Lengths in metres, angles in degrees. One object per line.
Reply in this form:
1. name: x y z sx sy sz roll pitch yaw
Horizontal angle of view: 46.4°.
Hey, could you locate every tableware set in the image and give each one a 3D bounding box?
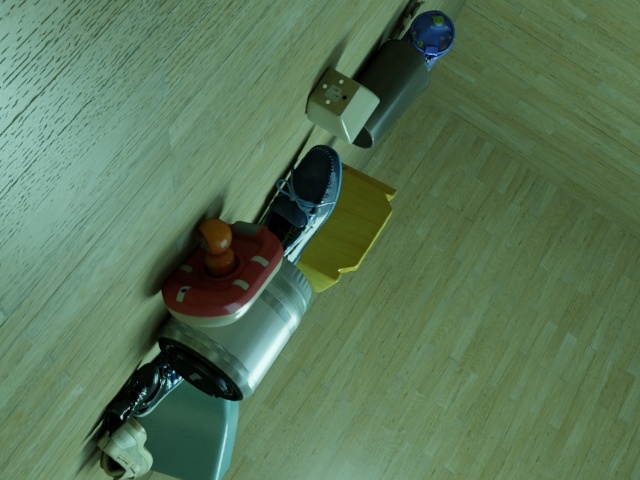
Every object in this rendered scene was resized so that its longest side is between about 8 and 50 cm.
1. tableware set: 0.222 -0.569 1.947 0.169 0.020 0.141 -58 177 21

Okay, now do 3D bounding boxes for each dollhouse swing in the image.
1. dollhouse swing: 0.000 0.000 2.150 0.347 0.315 0.305 -55 166 -30

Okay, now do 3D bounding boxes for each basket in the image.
1. basket: 0.142 -0.349 1.837 0.227 0.154 0.204 -52 178 -16

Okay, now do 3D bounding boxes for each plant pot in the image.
1. plant pot: -0.331 0.453 1.922 0.248 0.247 0.252 68 39 -86
2. plant pot: 0.036 -0.269 1.436 0.109 0.109 0.096 -56 165 -3

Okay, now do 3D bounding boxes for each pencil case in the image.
1. pencil case: 0.255 -0.493 1.984 0.306 0.119 0.133 142 -41 -77

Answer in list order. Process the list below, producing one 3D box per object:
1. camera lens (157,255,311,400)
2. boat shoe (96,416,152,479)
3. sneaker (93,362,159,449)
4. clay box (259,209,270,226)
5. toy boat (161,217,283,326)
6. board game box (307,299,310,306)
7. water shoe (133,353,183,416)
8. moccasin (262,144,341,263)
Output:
1. camera lens: -0.170 0.162 1.487 0.274 0.219 0.219 -55 176 -27
2. boat shoe: -0.437 0.468 1.626 0.098 0.109 0.302 -48 167 -32
3. sneaker: -0.379 0.322 1.463 0.170 0.051 0.089 -54 -178 11
4. clay box: -0.114 -0.039 1.867 0.222 0.053 0.127 -56 177 6
5. toy boat: -0.168 0.030 1.234 0.231 0.150 0.151 -55 146 -40
6. board game box: -0.177 0.201 1.933 0.317 0.213 0.046 -51 145 -60
7. water shoe: -0.336 0.290 1.605 0.203 0.072 0.080 -55 175 -28
8. moccasin: -0.054 -0.056 1.708 0.116 0.137 0.342 -7 123 -63
